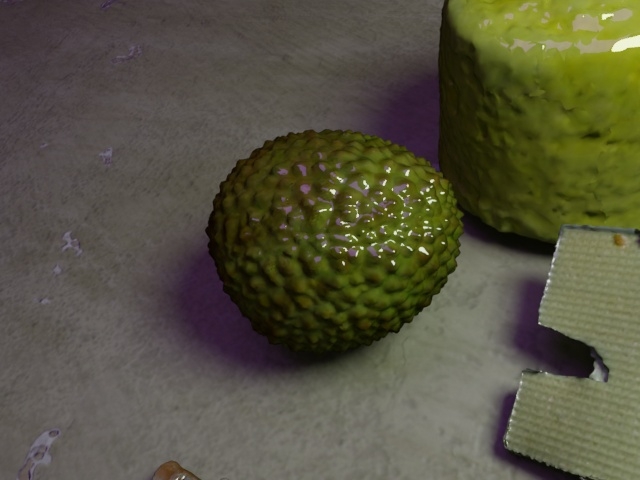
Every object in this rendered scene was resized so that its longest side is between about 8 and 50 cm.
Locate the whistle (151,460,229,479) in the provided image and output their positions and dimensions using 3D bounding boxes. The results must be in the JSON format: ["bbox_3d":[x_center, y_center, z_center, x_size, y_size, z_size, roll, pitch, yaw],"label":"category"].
[{"bbox_3d":[-0.090,0.289,0.641,0.220,0.057,0.107,18,72,36],"label":"whistle"}]

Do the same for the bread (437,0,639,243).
[{"bbox_3d":[0.307,-0.195,0.747,0.348,0.308,0.348,-7,50,8],"label":"bread"}]

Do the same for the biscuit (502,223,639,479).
[{"bbox_3d":[0.273,0.106,0.613,0.147,0.046,0.250,5,72,43],"label":"biscuit"}]

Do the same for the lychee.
[{"bbox_3d":[0.007,-0.002,0.722,0.320,0.270,0.270,-37,36,37],"label":"lychee"}]
